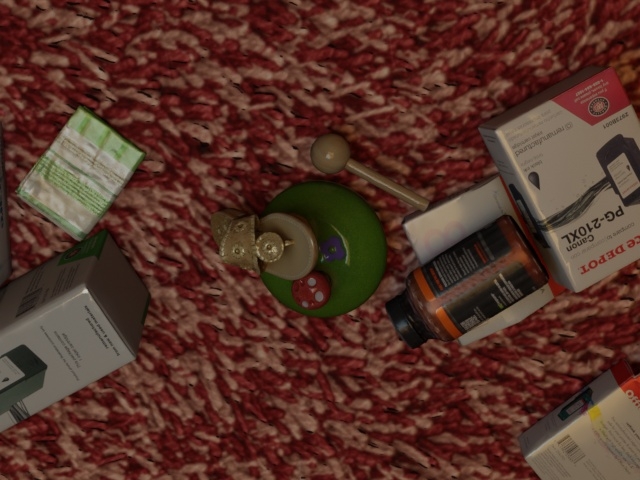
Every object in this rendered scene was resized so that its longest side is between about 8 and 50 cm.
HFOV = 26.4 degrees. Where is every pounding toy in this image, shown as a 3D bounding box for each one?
[{"bbox_3d":[0.000,0.000,1.742,0.183,0.110,0.237,37,110,7],"label":"pounding toy"}]

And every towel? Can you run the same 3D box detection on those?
[{"bbox_3d":[-0.317,-0.089,1.807,0.113,0.023,0.152,37,100,-9],"label":"towel"}]

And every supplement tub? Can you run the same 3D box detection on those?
[{"bbox_3d":[0.181,0.058,1.722,0.198,0.106,0.106,-32,100,9],"label":"supplement tub"}]

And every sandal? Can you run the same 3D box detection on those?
[{"bbox_3d":[-0.096,0.010,1.705,0.079,0.240,0.088,-18,107,-28],"label":"sandal"}]

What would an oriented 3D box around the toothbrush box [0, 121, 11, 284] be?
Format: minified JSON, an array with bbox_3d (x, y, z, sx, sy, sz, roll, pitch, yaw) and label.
[{"bbox_3d":[-0.564,-0.040,1.773,0.295,0.126,0.216,0,103,1],"label":"toothbrush box"}]

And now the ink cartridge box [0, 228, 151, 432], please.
[{"bbox_3d":[-0.379,0.131,1.759,0.289,0.211,0.121,-29,109,9],"label":"ink cartridge box"}]

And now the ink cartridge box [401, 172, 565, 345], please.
[{"bbox_3d":[0.249,0.007,1.788,0.232,0.066,0.189,-24,101,12],"label":"ink cartridge box"}]

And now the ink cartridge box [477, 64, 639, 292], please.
[{"bbox_3d":[0.334,-0.078,1.727,0.172,0.100,0.237,-29,100,-3],"label":"ink cartridge box"}]

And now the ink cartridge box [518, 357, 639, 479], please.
[{"bbox_3d":[0.398,0.258,1.828,0.231,0.078,0.134,-38,100,10],"label":"ink cartridge box"}]
